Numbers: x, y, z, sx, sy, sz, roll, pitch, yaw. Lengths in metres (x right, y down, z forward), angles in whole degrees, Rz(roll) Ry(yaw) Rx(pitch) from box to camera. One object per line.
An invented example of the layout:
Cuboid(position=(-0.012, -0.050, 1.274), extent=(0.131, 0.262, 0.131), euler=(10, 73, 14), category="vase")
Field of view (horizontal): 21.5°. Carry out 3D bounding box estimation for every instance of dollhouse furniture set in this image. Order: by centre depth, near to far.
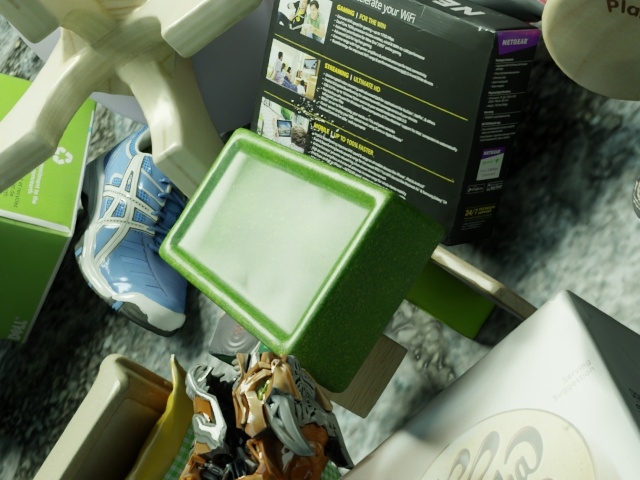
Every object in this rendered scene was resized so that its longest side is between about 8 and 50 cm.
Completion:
Cuboid(position=(-0.021, 0.122, 0.914), extent=(0.301, 0.197, 0.151), euler=(-58, 38, -1), category="dollhouse furniture set")

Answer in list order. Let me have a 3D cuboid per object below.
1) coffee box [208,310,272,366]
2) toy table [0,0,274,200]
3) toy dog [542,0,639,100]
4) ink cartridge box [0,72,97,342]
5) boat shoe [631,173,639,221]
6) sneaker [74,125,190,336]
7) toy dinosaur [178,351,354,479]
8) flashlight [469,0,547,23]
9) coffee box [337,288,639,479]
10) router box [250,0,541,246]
Cuboid(position=(0.000, 0.000, 1.111), extent=(0.113, 0.040, 0.184), euler=(1, 65, 50), category="coffee box")
Cuboid(position=(-0.142, -0.144, 1.162), extent=(0.252, 0.274, 0.161), euler=(-44, 25, 28), category="toy table")
Cuboid(position=(0.245, -0.185, 0.767), extent=(0.333, 0.161, 0.220), euler=(-19, 41, 18), category="toy dog")
Cuboid(position=(-0.252, 0.030, 1.284), extent=(0.189, 0.097, 0.255), euler=(125, 154, -54), category="ink cartridge box")
Cuboid(position=(0.236, -0.056, 0.851), extent=(0.206, 0.065, 0.075), euler=(-20, 49, 40), category="boat shoe")
Cuboid(position=(-0.130, -0.015, 1.243), extent=(0.081, 0.080, 0.211), euler=(-44, 38, 21), category="sneaker")
Cuboid(position=(-0.068, 0.213, 0.745), extent=(0.218, 0.164, 0.322), euler=(-6, 52, 29), category="toy dinosaur")
Cuboid(position=(0.110, -0.144, 1.048), extent=(0.304, 0.103, 0.103), euler=(-15, 87, 49), category="flashlight")
Cuboid(position=(0.071, 0.190, 0.815), extent=(0.297, 0.119, 0.168), euler=(-42, 41, 21), category="coffee box")
Cuboid(position=(0.039, -0.091, 1.022), extent=(0.179, 0.046, 0.133), euler=(29, 117, 38), category="router box")
